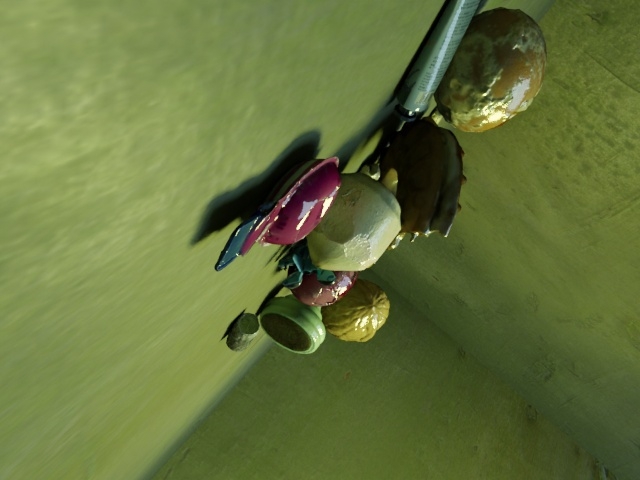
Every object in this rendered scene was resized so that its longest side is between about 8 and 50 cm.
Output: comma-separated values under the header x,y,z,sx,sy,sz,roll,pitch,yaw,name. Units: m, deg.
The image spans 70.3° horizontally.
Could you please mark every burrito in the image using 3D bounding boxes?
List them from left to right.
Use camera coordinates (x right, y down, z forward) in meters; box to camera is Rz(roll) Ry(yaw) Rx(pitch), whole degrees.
x,y,z,sx,sy,sz,roll,pitch,yaw,name
0.097,-0.131,1.048,0.055,0.041,0.149,-30,169,-23,burrito

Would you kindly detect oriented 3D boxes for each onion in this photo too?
x,y,z,sx,sy,sz,roll,pitch,yaw,name
0.004,0.069,1.071,0.177,0.153,0.177,-16,-166,4,onion

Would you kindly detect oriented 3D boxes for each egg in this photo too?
x,y,z,sx,sy,sz,roll,pitch,yaw,name
0.306,-0.304,0.829,0.195,0.195,0.233,-46,174,-32,egg

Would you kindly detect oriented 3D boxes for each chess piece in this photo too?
x,y,z,sx,sy,sz,roll,pitch,yaw,name
-0.030,0.165,1.352,0.299,0.194,0.195,-56,179,-39,chess piece

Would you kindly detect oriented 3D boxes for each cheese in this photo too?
x,y,z,sx,sy,sz,roll,pitch,yaw,name
-0.044,-0.037,0.563,0.244,0.062,0.155,-39,167,-52,cheese

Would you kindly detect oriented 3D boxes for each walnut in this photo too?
x,y,z,sx,sy,sz,roll,pitch,yaw,name
0.107,0.223,1.489,0.225,0.225,0.261,-46,-172,-27,walnut

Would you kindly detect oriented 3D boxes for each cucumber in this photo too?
x,y,z,sx,sy,sz,roll,pitch,yaw,name
-0.187,0.220,1.082,0.064,0.064,0.112,-43,173,-46,cucumber

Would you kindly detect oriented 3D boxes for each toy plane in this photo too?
x,y,z,sx,sy,sz,roll,pitch,yaw,name
0.003,0.006,0.970,0.169,0.078,0.246,-9,-151,23,toy plane

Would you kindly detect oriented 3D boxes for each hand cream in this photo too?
x,y,z,sx,sy,sz,roll,pitch,yaw,name
0.186,-0.292,0.693,0.088,0.055,0.256,-34,163,-38,hand cream

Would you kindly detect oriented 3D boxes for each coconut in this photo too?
x,y,z,sx,sy,sz,roll,pitch,yaw,name
0.047,-0.027,0.814,0.183,0.171,0.171,-49,173,-10,coconut

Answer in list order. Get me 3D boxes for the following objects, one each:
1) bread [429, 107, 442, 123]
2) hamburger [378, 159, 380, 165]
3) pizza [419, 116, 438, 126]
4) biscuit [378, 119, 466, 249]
x,y,z,sx,sy,sz,roll,pitch,yaw,name
0.354,-0.379,1.389,0.083,0.035,0.070,-53,176,-30,bread
0.179,-0.181,1.168,0.044,0.076,0.083,-49,-173,-14,hamburger
0.257,-0.185,1.237,0.189,0.071,0.297,-65,172,-70,pizza
0.190,-0.118,0.982,0.366,0.115,0.268,174,-70,-77,biscuit
